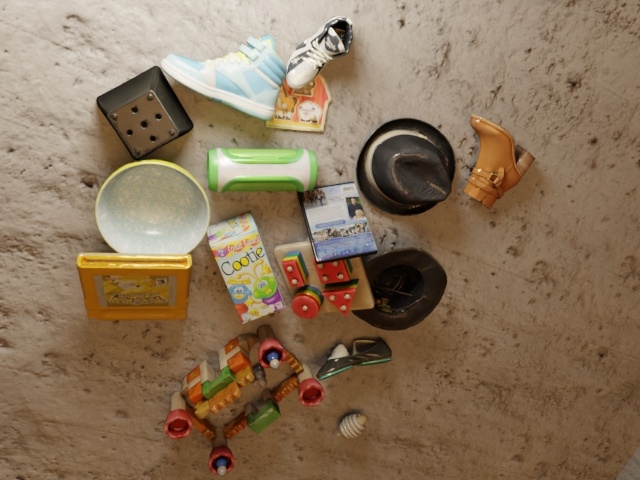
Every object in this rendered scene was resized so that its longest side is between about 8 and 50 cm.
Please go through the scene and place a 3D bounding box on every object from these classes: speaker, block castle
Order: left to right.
[{"bbox_3d":[-0.244,0.516,1.832,0.453,0.213,0.303,-37,116,3],"label":"block castle"},{"bbox_3d":[-0.164,-0.196,1.601,0.296,0.131,0.131,-2,112,-14],"label":"speaker"}]

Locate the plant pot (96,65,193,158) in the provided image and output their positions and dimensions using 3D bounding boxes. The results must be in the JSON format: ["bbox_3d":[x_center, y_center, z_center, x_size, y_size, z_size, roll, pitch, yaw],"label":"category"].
[{"bbox_3d":[-0.446,-0.309,1.457,0.187,0.167,0.188,-29,117,-1],"label":"plant pot"}]

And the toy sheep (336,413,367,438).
[{"bbox_3d":[0.113,0.674,2.066,0.132,0.091,0.091,-40,116,10],"label":"toy sheep"}]

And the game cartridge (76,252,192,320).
[{"bbox_3d":[-0.511,0.139,1.598,0.285,0.053,0.324,1,145,-15],"label":"game cartridge"}]

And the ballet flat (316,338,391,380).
[{"bbox_3d":[0.106,0.396,1.945,0.280,0.095,0.096,-10,71,-21],"label":"ballet flat"}]

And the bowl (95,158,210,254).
[{"bbox_3d":[-0.448,-0.100,1.544,0.289,0.156,0.289,-6,119,-12],"label":"bowl"}]

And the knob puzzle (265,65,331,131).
[{"bbox_3d":[-0.059,-0.405,1.596,0.213,0.030,0.213,-5,113,-12],"label":"knob puzzle"}]

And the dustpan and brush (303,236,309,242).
[{"bbox_3d":[0.000,0.000,1.764,0.147,0.060,0.211,-5,113,-13],"label":"dustpan and brush"}]

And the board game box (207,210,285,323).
[{"bbox_3d":[-0.220,0.079,1.693,0.142,0.144,0.275,-20,115,-6],"label":"board game box"}]

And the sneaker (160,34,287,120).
[{"bbox_3d":[-0.233,-0.460,1.478,0.319,0.127,0.208,18,106,-28],"label":"sneaker"}]

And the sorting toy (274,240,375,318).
[{"bbox_3d":[0.006,0.129,1.739,0.257,0.089,0.255,-8,119,21],"label":"sorting toy"}]

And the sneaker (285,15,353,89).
[{"bbox_3d":[0.003,-0.495,1.493,0.235,0.153,0.094,-42,106,-1],"label":"sneaker"}]

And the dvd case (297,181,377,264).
[{"bbox_3d":[0.045,-0.056,1.668,0.180,0.253,0.022,-10,151,-10],"label":"dvd case"}]

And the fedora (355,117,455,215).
[{"bbox_3d":[0.276,-0.198,1.704,0.334,0.152,0.334,-5,114,-12],"label":"fedora"}]

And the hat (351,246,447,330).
[{"bbox_3d":[0.243,0.129,1.845,0.331,0.134,0.331,-1,125,-2],"label":"hat"}]

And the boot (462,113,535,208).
[{"bbox_3d":[0.511,-0.244,1.788,0.283,0.109,0.220,31,105,-31],"label":"boot"}]
